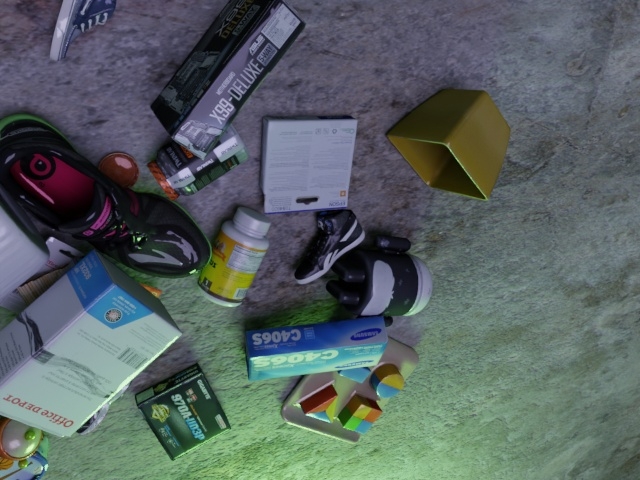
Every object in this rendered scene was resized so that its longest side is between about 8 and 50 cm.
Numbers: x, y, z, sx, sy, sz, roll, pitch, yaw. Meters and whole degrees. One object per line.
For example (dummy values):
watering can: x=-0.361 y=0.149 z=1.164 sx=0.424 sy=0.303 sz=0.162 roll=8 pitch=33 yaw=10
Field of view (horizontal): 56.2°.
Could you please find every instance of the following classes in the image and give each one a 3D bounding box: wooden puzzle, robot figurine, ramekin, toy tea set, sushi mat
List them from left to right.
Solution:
ramekin: x=-0.610 y=-0.027 z=1.060 sx=0.135 sy=0.277 sz=0.277 roll=-37 pitch=124 yaw=-13
toy tea set: x=-0.664 y=0.305 z=1.230 sx=0.124 sy=0.200 sz=0.336 roll=-12 pitch=127 yaw=30
sushi mat: x=-0.519 y=0.174 z=1.297 sx=0.151 sy=0.019 sz=0.317 roll=-28 pitch=136 yaw=-22
wooden puzzle: x=0.100 y=0.428 z=1.734 sx=0.322 sy=0.080 sz=0.348 roll=29 pitch=99 yaw=-33
robot figurine: x=0.156 y=0.110 z=1.554 sx=0.278 sy=0.174 sz=0.209 roll=4 pitch=145 yaw=-27

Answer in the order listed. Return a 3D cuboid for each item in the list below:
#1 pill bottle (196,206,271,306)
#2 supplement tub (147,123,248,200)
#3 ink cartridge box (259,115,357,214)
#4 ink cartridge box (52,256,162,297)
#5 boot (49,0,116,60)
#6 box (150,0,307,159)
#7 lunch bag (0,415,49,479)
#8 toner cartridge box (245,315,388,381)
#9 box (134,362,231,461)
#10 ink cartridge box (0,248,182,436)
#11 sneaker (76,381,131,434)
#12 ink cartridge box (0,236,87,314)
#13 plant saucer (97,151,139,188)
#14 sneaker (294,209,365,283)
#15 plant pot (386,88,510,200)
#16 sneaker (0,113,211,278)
pill bottle: x=-0.194 y=0.036 z=1.378 sx=0.117 sy=0.117 sz=0.215 roll=18 pitch=105 yaw=-31
supplement tub: x=-0.255 y=-0.172 z=1.247 sx=0.190 sy=0.117 sz=0.117 roll=-35 pitch=124 yaw=-7
ink cartridge box: x=-0.031 y=-0.177 z=1.396 sx=0.223 sy=0.045 sz=0.224 roll=-5 pitch=117 yaw=-23
ink cartridge box: x=-0.494 y=0.191 z=1.272 sx=0.275 sy=0.060 sz=0.239 roll=-52 pitch=139 yaw=5
boot: x=-0.423 y=-0.404 z=1.081 sx=0.086 sy=0.069 sz=0.190 roll=17 pitch=104 yaw=-28
box: x=-0.185 y=-0.325 z=1.132 sx=0.076 sy=0.242 sz=0.307 roll=35 pitch=96 yaw=-34
lunch bag: x=-0.777 y=0.499 z=1.328 sx=0.243 sy=0.115 sz=0.303 roll=-44 pitch=123 yaw=2
toner cartridge box: x=-0.015 y=0.276 z=1.525 sx=0.347 sy=0.075 sz=0.165 roll=-5 pitch=149 yaw=-10
box: x=-0.349 y=0.443 z=1.541 sx=0.175 sy=0.051 sz=0.220 roll=-26 pitch=122 yaw=-13
ink cartridge box: x=-0.466 y=0.205 z=1.161 sx=0.307 sy=0.129 sz=0.223 roll=-42 pitch=141 yaw=-6
sneaker: x=-0.531 y=0.371 z=1.419 sx=0.077 sy=0.072 sz=0.178 roll=39 pitch=86 yaw=-23
ink cartridge box: x=-0.572 y=0.072 z=1.247 sx=0.104 sy=0.060 sz=0.180 roll=36 pitch=95 yaw=-35
plant saucer: x=-0.420 y=-0.143 z=1.244 sx=0.083 sy=0.013 sz=0.084 roll=-10 pitch=117 yaw=-20
sneaker: x=0.000 y=0.000 z=1.485 sx=0.217 sy=0.079 sz=0.121 roll=-39 pitch=121 yaw=-14
plant pot: x=0.330 y=-0.249 z=1.452 sx=0.212 sy=0.212 sz=0.187 roll=42 pitch=79 yaw=-34
sneaker: x=-0.424 y=-0.043 z=1.162 sx=0.482 sy=0.202 sz=0.185 roll=33 pitch=102 yaw=-31
